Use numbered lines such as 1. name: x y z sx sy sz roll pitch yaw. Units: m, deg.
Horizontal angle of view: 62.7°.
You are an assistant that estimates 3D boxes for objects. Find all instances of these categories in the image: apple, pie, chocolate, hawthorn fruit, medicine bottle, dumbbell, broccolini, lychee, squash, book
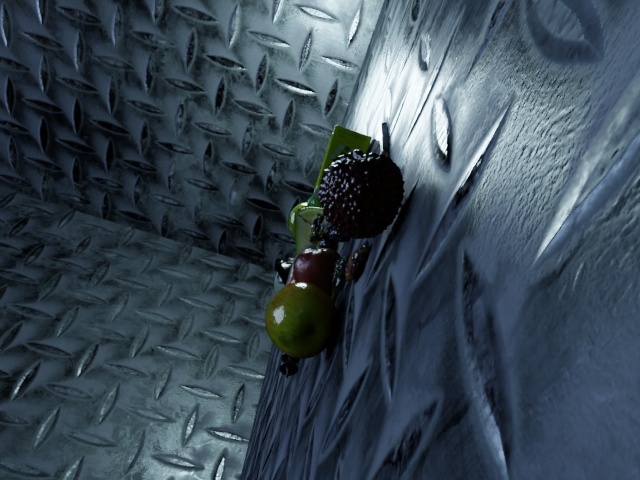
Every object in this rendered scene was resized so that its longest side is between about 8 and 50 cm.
1. apple: -0.048 0.208 1.367 0.196 0.195 0.196 -163 90 -85
2. pie: 0.083 0.056 1.295 0.170 0.034 0.092 121 169 -68
3. chocolate: -0.037 0.137 1.966 0.177 0.206 0.224 -29 9 -12
4. hawthorn fruit: -0.006 0.123 1.551 0.162 0.162 0.204 -126 35 -84
5. medicine bottle: 0.074 -0.252 1.832 0.141 0.137 0.250 127 160 -76
6. dumbbell: -0.113 0.449 1.921 0.147 0.069 0.069 -81 9 -60
7. broccolini: 0.027 0.160 1.470 0.071 0.057 0.255 3 -67 -51
8. lychee: 0.082 -0.089 1.053 0.188 0.188 0.188 -163 90 -85
9. squash: 0.000 0.000 2.046 0.111 0.203 0.289 -36 -33 -25
10. book: 0.156 -0.232 1.515 0.231 0.026 0.158 -80 9 -58

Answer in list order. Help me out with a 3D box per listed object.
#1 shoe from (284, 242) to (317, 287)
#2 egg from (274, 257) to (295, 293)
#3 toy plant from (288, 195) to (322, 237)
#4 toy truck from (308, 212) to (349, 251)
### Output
1. shoe: -0.031 0.145 1.763 0.337 0.132 0.171 -63 24 -11
2. egg: -0.095 0.159 2.144 0.231 0.169 0.169 -58 12 27
3. toy plant: -0.029 -0.075 2.258 0.316 0.184 0.224 178 82 -77
4. toy truck: 0.040 -0.054 1.679 0.286 0.111 0.136 130 158 -63
